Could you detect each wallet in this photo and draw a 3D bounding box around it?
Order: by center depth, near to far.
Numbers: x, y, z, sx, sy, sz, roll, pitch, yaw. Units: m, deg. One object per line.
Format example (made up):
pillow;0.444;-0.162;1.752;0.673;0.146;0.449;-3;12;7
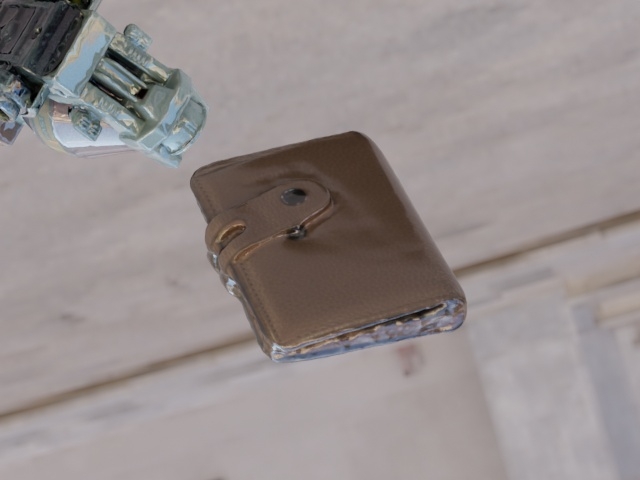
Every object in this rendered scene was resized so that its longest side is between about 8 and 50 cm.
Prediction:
wallet;0.000;0.000;1.048;0.118;0.153;0.039;-15;135;-14

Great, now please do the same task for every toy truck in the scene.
toy truck;-0.191;-0.110;1.323;0.140;0.108;0.256;37;163;-35
